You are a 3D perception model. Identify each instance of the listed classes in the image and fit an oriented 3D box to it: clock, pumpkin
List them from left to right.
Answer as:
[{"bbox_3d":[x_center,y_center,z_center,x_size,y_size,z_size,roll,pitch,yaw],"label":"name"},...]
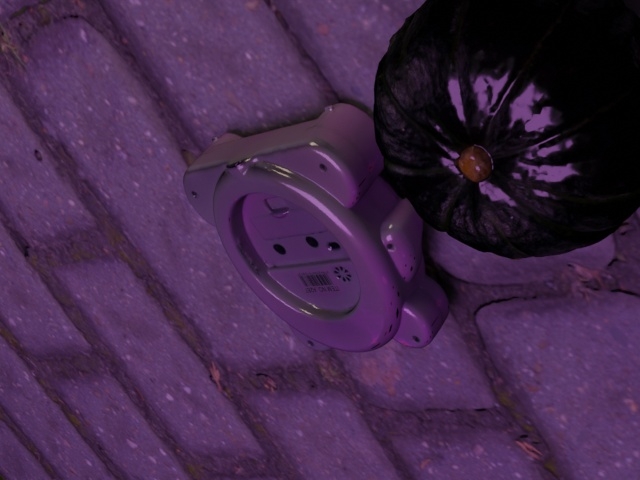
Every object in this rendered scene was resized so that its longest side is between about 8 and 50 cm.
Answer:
[{"bbox_3d":[0.000,0.000,1.047,0.227,0.090,0.248,-8,123,45],"label":"clock"},{"bbox_3d":[0.141,-0.091,0.775,0.220,0.162,0.221,20,133,23],"label":"pumpkin"}]
